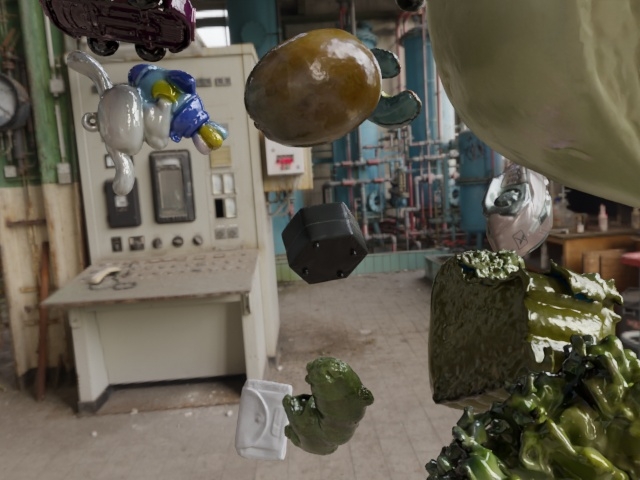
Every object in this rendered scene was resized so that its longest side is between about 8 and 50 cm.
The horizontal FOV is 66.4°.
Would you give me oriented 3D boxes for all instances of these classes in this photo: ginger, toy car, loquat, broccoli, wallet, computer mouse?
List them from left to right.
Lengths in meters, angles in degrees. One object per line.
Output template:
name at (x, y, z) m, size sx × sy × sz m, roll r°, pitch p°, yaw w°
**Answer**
toy car at (-0.457, -0.587, 1.130) m, size 0.340 × 0.241 × 0.271 m, roll 5°, pitch -10°, yaw -16°
wallet at (-0.135, 0.424, 1.152) m, size 0.124 × 0.183 × 0.032 m, roll 7°, pitch -6°, yaw 2°
loquat at (-0.011, -0.235, 0.765) m, size 0.227 × 0.180 × 0.179 m, roll -28°, pitch 17°, yaw -28°
ginger at (0.003, 0.299, 0.855) m, size 0.089 × 0.137 × 0.290 m, roll -41°, pitch -15°, yaw -39°
computer mouse at (0.519, -0.097, 1.217) m, size 0.114 × 0.200 × 0.389 m, roll -5°, pitch 39°, yaw 44°
broccoli at (0.263, 0.253, 0.471) m, size 0.271 × 0.335 × 0.324 m, roll 1°, pitch 37°, yaw 36°

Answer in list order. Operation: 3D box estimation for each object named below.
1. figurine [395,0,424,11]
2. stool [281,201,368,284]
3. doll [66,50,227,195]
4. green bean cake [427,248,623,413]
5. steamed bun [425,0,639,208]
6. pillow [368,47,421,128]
figurine at (0.213, -0.561, 0.918) m, size 0.284 × 0.167 × 0.342 m, roll 24°, pitch 5°, yaw -14°
stool at (0.012, 0.010, 1.375) m, size 0.231 × 0.232 × 0.141 m, roll -5°, pitch 49°, yaw -14°
doll at (-0.464, -0.351, 1.352) m, size 0.365 × 0.377 × 0.187 m, roll -18°, pitch 22°, yaw -20°
green bean cake at (0.320, 0.125, 0.771) m, size 0.201 × 0.285 × 0.310 m, roll 16°, pitch -26°, yaw -11°
steamed bun at (0.339, -0.216, 0.593) m, size 0.455 × 0.290 × 0.371 m, roll 37°, pitch 13°, yaw -24°
pillow at (0.152, -0.380, 1.247) m, size 0.086 × 0.233 × 0.214 m, roll -50°, pitch 32°, yaw -19°
